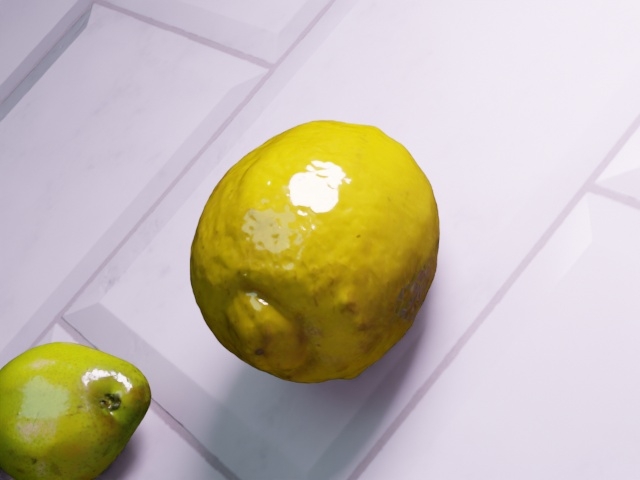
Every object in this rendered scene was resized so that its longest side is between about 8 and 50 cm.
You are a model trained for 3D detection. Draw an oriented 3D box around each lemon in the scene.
[{"bbox_3d":[-0.004,0.004,1.385,0.285,0.285,0.316,-29,42,17],"label":"lemon"}]

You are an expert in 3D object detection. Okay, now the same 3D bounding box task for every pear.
[{"bbox_3d":[-0.310,0.213,1.534,0.219,0.187,0.188,-8,50,30],"label":"pear"}]
